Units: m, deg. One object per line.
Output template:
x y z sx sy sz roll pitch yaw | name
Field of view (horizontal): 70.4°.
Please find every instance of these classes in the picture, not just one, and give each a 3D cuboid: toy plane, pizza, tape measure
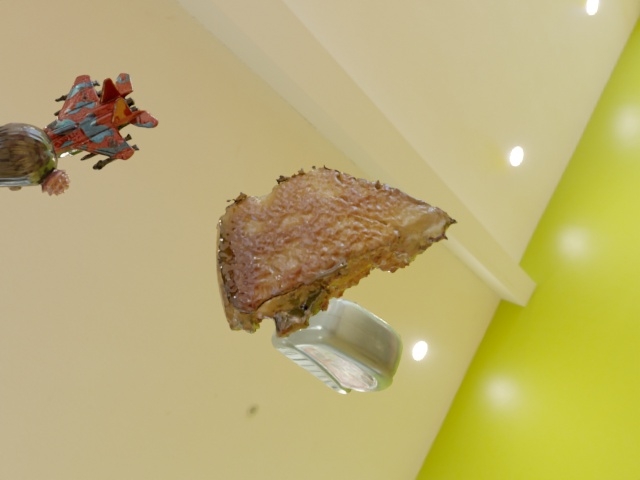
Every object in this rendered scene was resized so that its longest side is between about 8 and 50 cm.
-0.291 -0.121 0.531 0.189 0.130 0.061 -33 -11 -2 | toy plane
0.000 0.000 0.444 0.227 0.147 0.069 -27 -30 -12 | pizza
0.044 0.209 0.918 0.243 0.246 0.125 40 -126 -27 | tape measure

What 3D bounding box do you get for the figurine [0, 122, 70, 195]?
-0.301 -0.063 0.407 0.129 0.054 0.072 -16 -86 -15 | figurine
